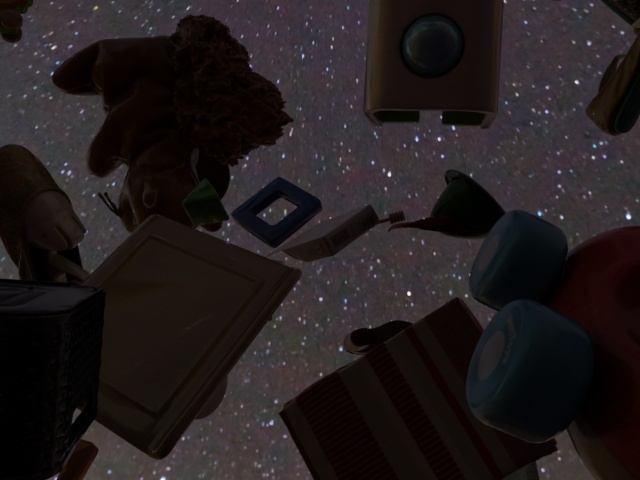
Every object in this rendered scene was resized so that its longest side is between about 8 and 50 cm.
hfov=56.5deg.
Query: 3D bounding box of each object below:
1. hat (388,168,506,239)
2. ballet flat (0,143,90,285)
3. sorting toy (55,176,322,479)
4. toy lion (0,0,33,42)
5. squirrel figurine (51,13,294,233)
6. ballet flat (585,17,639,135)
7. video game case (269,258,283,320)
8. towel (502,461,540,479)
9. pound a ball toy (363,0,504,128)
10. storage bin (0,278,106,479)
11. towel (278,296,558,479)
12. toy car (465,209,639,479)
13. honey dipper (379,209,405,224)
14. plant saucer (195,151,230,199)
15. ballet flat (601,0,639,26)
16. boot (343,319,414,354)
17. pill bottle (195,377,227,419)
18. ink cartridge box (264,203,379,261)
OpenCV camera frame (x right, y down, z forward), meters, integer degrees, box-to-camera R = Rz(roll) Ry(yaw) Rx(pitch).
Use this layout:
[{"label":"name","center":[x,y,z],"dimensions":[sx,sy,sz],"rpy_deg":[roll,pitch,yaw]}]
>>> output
[{"label":"hat","center":[0.231,-0.016,1.121],"dimensions":[0.183,0.173,0.208],"rpy_deg":[-44,-76,-4]},{"label":"ballet flat","center":[-0.411,0.024,0.920],"dimensions":[0.123,0.123,0.349],"rpy_deg":[1,-64,0]},{"label":"sorting toy","center":[-0.135,0.072,0.498],"dimensions":[0.195,0.348,0.047],"rpy_deg":[17,-36,31]},{"label":"toy lion","center":[-0.382,-0.277,0.679],"dimensions":[0.100,0.096,0.034],"rpy_deg":[-4,-19,-28]},{"label":"squirrel figurine","center":[-0.264,-0.201,1.108],"dimensions":[0.396,0.371,0.281],"rpy_deg":[-27,-32,19]},{"label":"ballet flat","center":[0.440,-0.259,0.814],"dimensions":[0.080,0.073,0.232],"rpy_deg":[10,-63,-33]},{"label":"video game case","center":[-0.210,0.120,1.509],"dimensions":[0.203,0.025,0.285],"rpy_deg":[8,-34,-5]},{"label":"towel","center":[0.348,0.562,1.194],"dimensions":[0.040,0.370,0.271],"rpy_deg":[29,-61,-6]},{"label":"pound a ball toy","center":[0.152,-0.274,0.565],"dimensions":[0.208,0.135,0.320],"rpy_deg":[4,-89,12]},{"label":"storage bin","center":[-0.220,0.066,0.324],"dimensions":[0.180,0.122,0.085],"rpy_deg":[5,-88,-9]},{"label":"towel","center":[0.125,0.262,0.846],"dimensions":[0.329,0.037,0.237],"rpy_deg":[-34,-104,15]},{"label":"toy car","center":[0.234,0.018,0.325],"dimensions":[0.219,0.210,0.238],"rpy_deg":[26,-57,-1]},{"label":"honey dipper","center":[0.135,-0.045,1.513],"dimensions":[0.160,0.030,0.031],"rpy_deg":[-13,-58,14]},{"label":"plant saucer","center":[-0.292,-0.150,1.375],"dimensions":[0.168,0.029,0.169],"rpy_deg":[0,-83,-3]},{"label":"ballet flat","center":[0.582,-0.602,1.218],"dimensions":[0.163,0.483,0.182],"rpy_deg":[-5,-44,-25]},{"label":"boot","center":[0.153,0.247,1.474],"dimensions":[0.197,0.073,0.152],"rpy_deg":[3,-19,-4]},{"label":"pill bottle","center":[-0.297,0.230,1.050],"dimensions":[0.271,0.152,0.152],"rpy_deg":[3,-50,38]},{"label":"ink cartridge box","center":[0.000,0.000,1.092],"dimensions":[0.179,0.145,0.045],"rpy_deg":[-22,-81,47]}]
